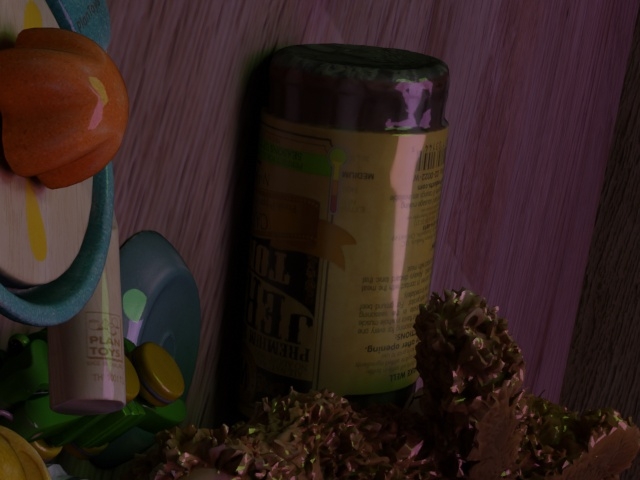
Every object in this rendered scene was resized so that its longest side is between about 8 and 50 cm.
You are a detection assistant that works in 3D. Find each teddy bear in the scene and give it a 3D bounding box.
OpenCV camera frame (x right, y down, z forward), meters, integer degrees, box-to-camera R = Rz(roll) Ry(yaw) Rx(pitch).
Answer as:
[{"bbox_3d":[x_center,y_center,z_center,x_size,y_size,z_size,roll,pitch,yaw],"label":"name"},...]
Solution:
[{"bbox_3d":[0.011,0.132,0.836,0.338,0.113,0.245,-21,135,-30],"label":"teddy bear"}]

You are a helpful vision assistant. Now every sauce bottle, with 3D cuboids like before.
[{"bbox_3d":[0.008,0.061,0.961,0.111,0.111,0.344,-30,127,-69],"label":"sauce bottle"}]

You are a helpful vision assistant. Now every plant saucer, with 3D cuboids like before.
[{"bbox_3d":[-0.085,0.055,0.807,0.119,0.021,0.119,9,90,-74],"label":"plant saucer"}]

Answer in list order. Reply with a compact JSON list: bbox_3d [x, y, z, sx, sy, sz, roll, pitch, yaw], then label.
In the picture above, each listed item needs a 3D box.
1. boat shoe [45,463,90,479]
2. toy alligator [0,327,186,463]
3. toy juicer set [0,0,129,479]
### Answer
[{"bbox_3d":[-0.102,0.254,0.671,0.121,0.119,0.335,-52,153,-61],"label":"boat shoe"},{"bbox_3d":[-0.113,0.058,0.676,0.051,0.056,0.189,59,19,16],"label":"toy alligator"},{"bbox_3d":[-0.097,-0.002,0.526,0.329,0.089,0.209,-17,97,-74],"label":"toy juicer set"}]
